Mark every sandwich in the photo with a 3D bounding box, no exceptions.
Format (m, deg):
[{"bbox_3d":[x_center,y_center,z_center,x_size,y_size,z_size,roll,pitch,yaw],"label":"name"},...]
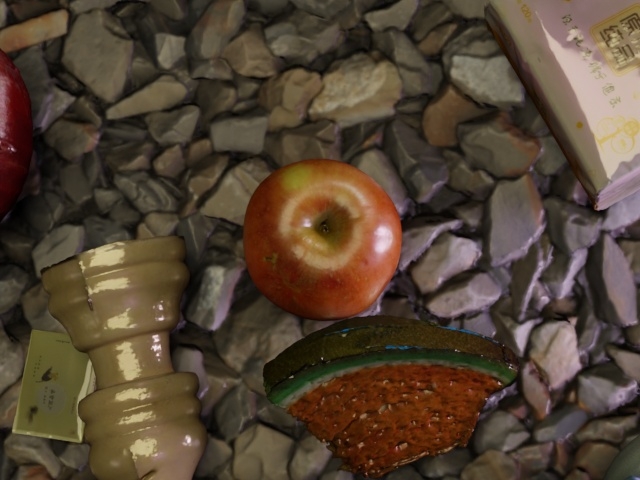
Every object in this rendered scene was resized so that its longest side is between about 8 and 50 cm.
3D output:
[{"bbox_3d":[0.074,0.137,1.491,0.235,0.079,0.159,-19,120,4],"label":"sandwich"}]

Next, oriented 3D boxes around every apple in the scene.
[{"bbox_3d":[0.000,0.000,1.523,0.163,0.139,0.163,1,75,-2],"label":"apple"}]

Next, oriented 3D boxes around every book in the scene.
[{"bbox_3d":[-0.273,0.151,1.601,0.077,0.014,0.111,7,80,12],"label":"book"}]

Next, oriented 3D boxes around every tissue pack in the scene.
[{"bbox_3d":[0.293,-0.172,1.507,0.185,0.124,0.225,-28,75,2],"label":"tissue pack"}]

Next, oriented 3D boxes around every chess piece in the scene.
[{"bbox_3d":[-0.176,0.160,1.539,0.139,0.124,0.307,-7,78,-35],"label":"chess piece"}]

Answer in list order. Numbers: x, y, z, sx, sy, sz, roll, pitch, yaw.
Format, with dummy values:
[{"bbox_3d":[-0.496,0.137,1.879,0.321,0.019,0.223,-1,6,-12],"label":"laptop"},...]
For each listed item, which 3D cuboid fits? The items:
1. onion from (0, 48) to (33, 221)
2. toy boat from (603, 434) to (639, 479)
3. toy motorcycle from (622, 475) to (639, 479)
[{"bbox_3d":[-0.429,-0.103,1.563,0.276,0.276,0.276,-2,78,10],"label":"onion"},{"bbox_3d":[0.379,0.189,1.443,0.260,0.078,0.085,-27,98,2],"label":"toy boat"},{"bbox_3d":[0.299,0.383,1.365,0.232,0.172,0.416,-27,87,1],"label":"toy motorcycle"}]
